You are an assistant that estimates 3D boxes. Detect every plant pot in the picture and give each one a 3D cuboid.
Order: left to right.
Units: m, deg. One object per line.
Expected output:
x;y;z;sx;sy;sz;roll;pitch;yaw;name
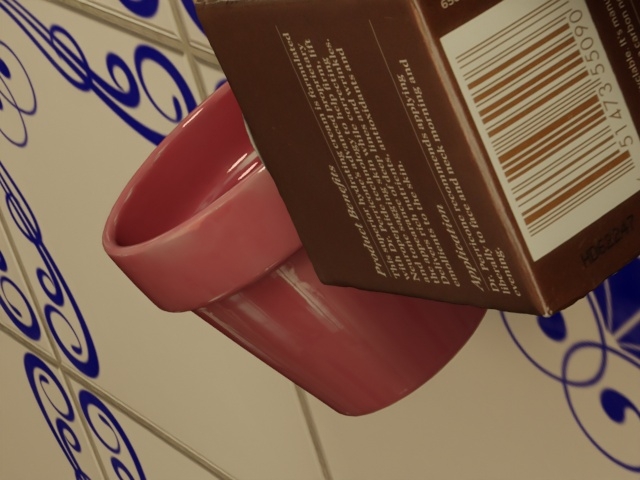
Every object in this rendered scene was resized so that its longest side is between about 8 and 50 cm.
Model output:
0.000;0.000;1.199;0.180;0.201;0.201;49;159;-19;plant pot

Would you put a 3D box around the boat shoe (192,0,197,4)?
-0.098;-0.276;1.124;0.341;0.110;0.121;57;155;-1;boat shoe

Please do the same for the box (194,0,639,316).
0.080;-0.081;0.962;0.203;0.167;0.168;8;127;59;box
